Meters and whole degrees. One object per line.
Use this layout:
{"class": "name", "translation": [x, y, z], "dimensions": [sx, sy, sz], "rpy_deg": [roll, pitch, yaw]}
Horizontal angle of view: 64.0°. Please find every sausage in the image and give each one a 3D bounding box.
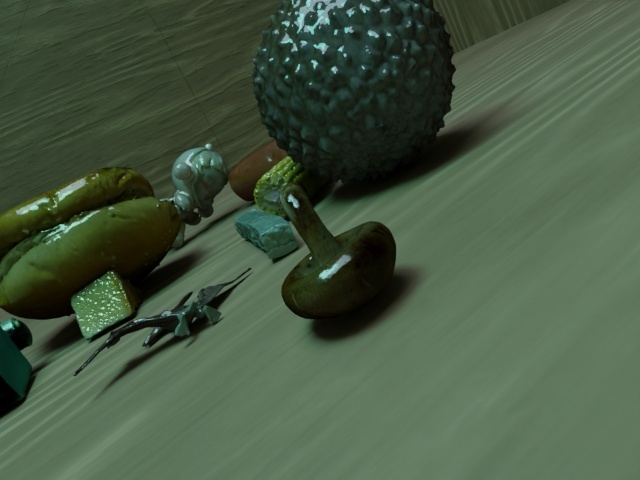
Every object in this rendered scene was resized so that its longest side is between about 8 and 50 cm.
{"class": "sausage", "translation": [-0.080, -0.173, 1.124], "dimensions": [0.259, 0.113, 0.113], "rpy_deg": [-22, 15, 29]}

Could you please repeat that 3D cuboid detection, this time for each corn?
{"class": "corn", "translation": [-0.033, -0.109, 0.862], "dimensions": [0.081, 0.081, 0.248], "rpy_deg": [-22, 14, 24]}

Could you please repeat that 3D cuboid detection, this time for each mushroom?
{"class": "mushroom", "translation": [0.007, 0.006, 0.380], "dimensions": [0.088, 0.073, 0.129], "rpy_deg": [-39, 46, 15]}

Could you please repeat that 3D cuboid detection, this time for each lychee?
{"class": "lychee", "translation": [0.053, -0.214, 0.711], "dimensions": [0.300, 0.300, 0.300], "rpy_deg": [-27, 14, 7]}

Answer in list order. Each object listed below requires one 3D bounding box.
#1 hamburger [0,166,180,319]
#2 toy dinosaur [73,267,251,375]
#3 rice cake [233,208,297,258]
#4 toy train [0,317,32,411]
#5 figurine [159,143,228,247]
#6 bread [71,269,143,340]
{"class": "hamburger", "translation": [-0.372, 0.010, 0.833], "dimensions": [0.314, 0.170, 0.290], "rpy_deg": [-30, -2, -18]}
{"class": "toy dinosaur", "translation": [-0.145, 0.077, 0.524], "dimensions": [0.220, 0.032, 0.108], "rpy_deg": [-28, 7, -41]}
{"class": "rice cake", "translation": [-0.080, -0.015, 0.700], "dimensions": [0.045, 0.042, 0.245], "rpy_deg": [-27, 13, -13]}
{"class": "toy train", "translation": [-0.494, 0.197, 0.599], "dimensions": [0.298, 0.120, 0.194], "rpy_deg": [-33, 20, -17]}
{"class": "figurine", "translation": [-0.298, -0.108, 1.161], "dimensions": [0.144, 0.182, 0.256], "rpy_deg": [12, 56, 42]}
{"class": "bread", "translation": [-0.300, 0.106, 0.745], "dimensions": [0.084, 0.080, 0.109], "rpy_deg": [-30, -21, -7]}
